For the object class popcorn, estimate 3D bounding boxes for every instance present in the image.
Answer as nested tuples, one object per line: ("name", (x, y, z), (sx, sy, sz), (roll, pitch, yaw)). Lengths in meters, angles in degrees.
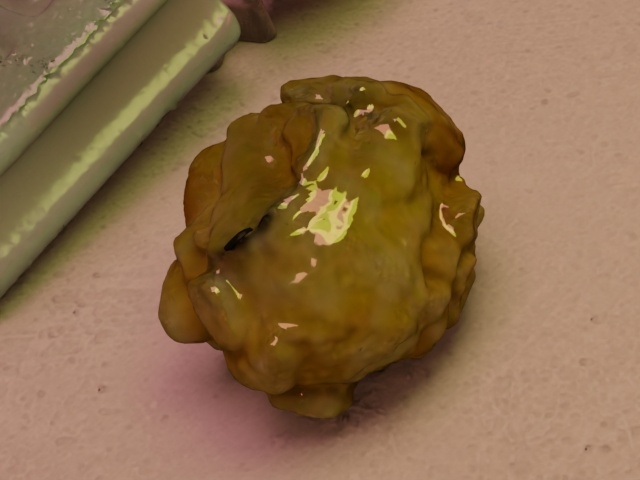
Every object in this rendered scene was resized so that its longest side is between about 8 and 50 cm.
("popcorn", (0.000, 0.000, 1.381), (0.252, 0.215, 0.286), (14, 58, 19))

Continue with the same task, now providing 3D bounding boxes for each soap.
("soap", (-0.317, -0.122, 1.579), (0.261, 0.156, 0.446), (30, 72, 35))

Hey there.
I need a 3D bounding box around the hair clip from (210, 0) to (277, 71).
("hair clip", (-0.159, -0.306, 1.786), (0.101, 0.085, 0.331), (-28, 49, -8))
